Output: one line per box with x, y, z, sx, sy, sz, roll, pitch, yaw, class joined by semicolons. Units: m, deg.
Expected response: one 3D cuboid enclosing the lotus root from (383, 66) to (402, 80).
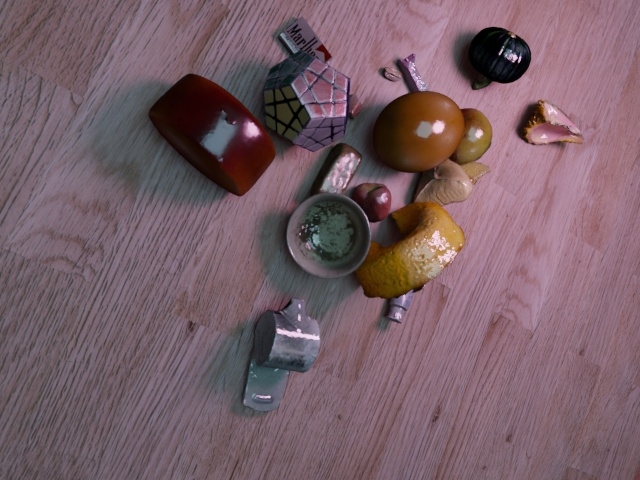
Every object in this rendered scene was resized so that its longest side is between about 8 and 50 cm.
0.274;-0.637;1.677;0.083;0.030;0.038;16;55;-23;lotus root

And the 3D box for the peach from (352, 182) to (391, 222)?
0.194;-0.133;1.612;0.152;0.152;0.152;-1;92;-21;peach

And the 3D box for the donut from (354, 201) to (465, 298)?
0.308;0.014;1.539;0.435;0.377;0.164;-40;105;-20;donut

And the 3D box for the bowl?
0.037;-0.021;1.511;0.289;0.146;0.290;1;97;11;bowl

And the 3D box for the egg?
0.356;-0.392;1.583;0.351;0.282;0.283;-19;98;-22;egg

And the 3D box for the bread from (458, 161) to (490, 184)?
0.588;-0.245;1.752;0.147;0.152;0.127;-26;111;-18;bread

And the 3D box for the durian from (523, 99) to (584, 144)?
1.004;-0.523;1.902;0.305;0.185;0.196;6;71;-25;durian

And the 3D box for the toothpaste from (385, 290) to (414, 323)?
0.337;0.174;1.716;0.114;0.073;0.299;29;74;-18;toothpaste

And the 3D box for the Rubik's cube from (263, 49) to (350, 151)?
-0.040;-0.454;1.439;0.263;0.319;0.319;5;90;5;Rubik's cube

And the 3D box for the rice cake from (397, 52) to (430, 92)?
0.393;-0.585;1.699;0.051;0.081;0.290;-40;105;-28;rice cake

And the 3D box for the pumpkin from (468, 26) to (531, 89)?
0.699;-0.712;1.755;0.247;0.248;0.248;-1;92;-21;pumpkin

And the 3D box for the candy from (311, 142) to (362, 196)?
0.057;-0.234;1.572;0.104;0.102;0.234;31;83;-19;candy

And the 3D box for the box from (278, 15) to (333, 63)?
-0.052;-0.682;1.549;0.115;0.036;0.177;-44;105;-14;box

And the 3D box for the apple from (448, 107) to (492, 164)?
0.572;-0.411;1.732;0.207;0.174;0.188;41;75;-1;apple

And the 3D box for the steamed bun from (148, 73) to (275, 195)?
-0.320;-0.324;1.348;0.379;0.248;0.235;44;78;-18;steamed bun

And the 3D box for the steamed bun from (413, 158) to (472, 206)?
0.468;-0.227;1.666;0.110;0.212;0.231;31;77;-49;steamed bun

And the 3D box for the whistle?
-0.149;0.393;1.501;0.168;0.188;0.405;17;119;-25;whistle

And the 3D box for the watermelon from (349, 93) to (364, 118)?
0.125;-0.491;1.606;0.092;0.072;0.085;10;106;-25;watermelon
